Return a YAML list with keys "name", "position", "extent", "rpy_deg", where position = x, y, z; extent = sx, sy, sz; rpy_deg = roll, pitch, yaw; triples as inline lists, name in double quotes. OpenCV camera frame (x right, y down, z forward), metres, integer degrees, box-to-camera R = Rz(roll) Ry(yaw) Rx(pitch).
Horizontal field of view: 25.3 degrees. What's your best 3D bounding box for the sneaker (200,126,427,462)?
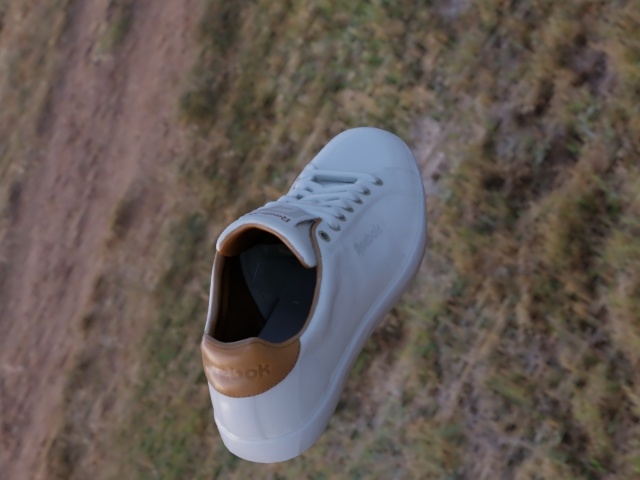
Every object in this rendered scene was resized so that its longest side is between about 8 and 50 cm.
- name: "sneaker"
  position: [0.000, 0.000, 0.950]
  extent: [0.106, 0.123, 0.290]
  rpy_deg: [2, 44, 20]
